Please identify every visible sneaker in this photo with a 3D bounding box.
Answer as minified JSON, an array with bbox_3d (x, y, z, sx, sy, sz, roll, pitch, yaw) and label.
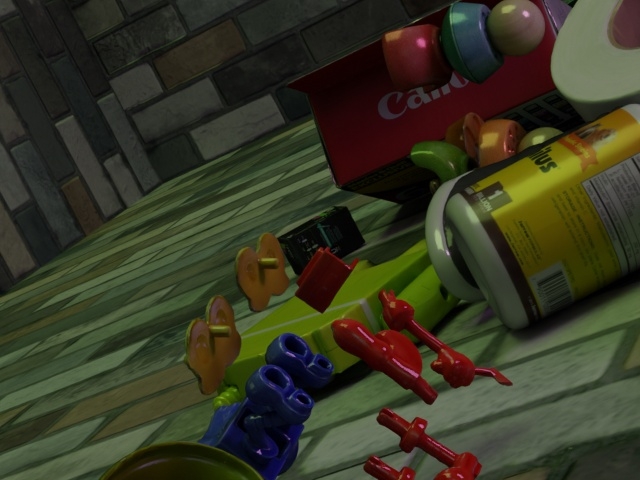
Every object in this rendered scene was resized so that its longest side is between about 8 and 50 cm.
[{"bbox_3d":[0.204,-0.043,1.388,0.147,0.104,0.296,-27,3,37],"label":"sneaker"}]

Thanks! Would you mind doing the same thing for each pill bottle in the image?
[{"bbox_3d":[0.213,-0.028,1.239,0.215,0.117,0.117,-27,9,-1],"label":"pill bottle"}]

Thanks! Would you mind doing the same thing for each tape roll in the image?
[{"bbox_3d":[0.363,-0.205,1.546,0.286,0.100,0.286,-35,27,21],"label":"tape roll"}]

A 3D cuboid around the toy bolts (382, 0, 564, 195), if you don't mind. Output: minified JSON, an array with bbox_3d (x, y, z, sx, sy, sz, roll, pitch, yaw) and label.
[{"bbox_3d":[0.187,-0.141,1.679,0.158,0.228,0.218,-16,2,25],"label":"toy bolts"}]

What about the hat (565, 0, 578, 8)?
[{"bbox_3d":[0.378,-0.207,2.087,0.173,0.183,0.208,-20,-32,6],"label":"hat"}]

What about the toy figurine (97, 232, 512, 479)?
[{"bbox_3d":[-0.046,0.180,0.935,0.217,0.191,0.362,-57,1,29],"label":"toy figurine"}]

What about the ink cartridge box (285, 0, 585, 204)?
[{"bbox_3d":[0.156,-0.167,1.878,0.309,0.130,0.272,-24,-14,22],"label":"ink cartridge box"}]

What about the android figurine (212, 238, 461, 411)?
[{"bbox_3d":[0.007,0.079,1.434,0.248,0.056,0.273,-20,11,38],"label":"android figurine"}]

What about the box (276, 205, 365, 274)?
[{"bbox_3d":[0.000,0.000,1.918,0.083,0.052,0.062,-30,8,-12],"label":"box"}]
